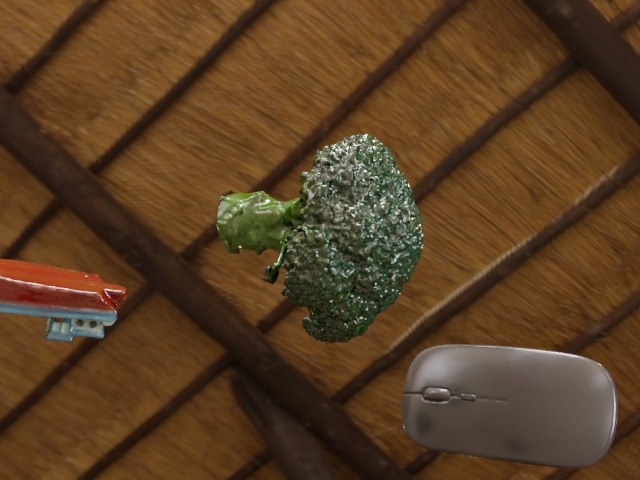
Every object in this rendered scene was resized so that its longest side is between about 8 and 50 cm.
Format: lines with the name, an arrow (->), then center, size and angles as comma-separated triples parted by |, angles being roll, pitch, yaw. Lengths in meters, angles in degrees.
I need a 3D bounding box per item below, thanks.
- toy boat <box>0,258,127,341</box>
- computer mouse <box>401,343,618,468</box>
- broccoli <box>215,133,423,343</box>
toy boat -> -0.279, 0.059, 1.017 | 0.069, 0.173, 0.059 | -121, -137, -67
computer mouse -> 0.193, 0.172, 1.101 | 0.232, 0.057, 0.120 | 4, -106, 26
broccoli -> 0.000, 0.000, 1.443 | 0.297, 0.297, 0.297 | 0, -98, 23
